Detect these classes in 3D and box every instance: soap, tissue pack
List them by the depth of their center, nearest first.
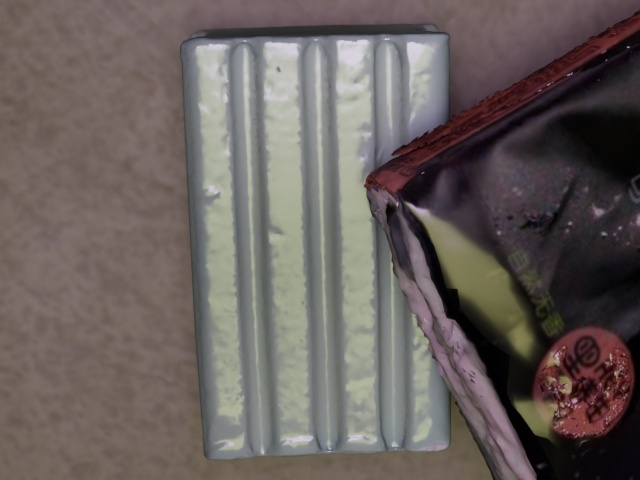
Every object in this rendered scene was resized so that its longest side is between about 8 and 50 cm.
[{"bbox_3d":[0.211,-0.012,0.737,0.332,0.123,0.245,-30,106,-13],"label":"tissue pack"},{"bbox_3d":[0.000,0.000,0.799,0.160,0.087,0.265,-2,104,0],"label":"soap"}]
